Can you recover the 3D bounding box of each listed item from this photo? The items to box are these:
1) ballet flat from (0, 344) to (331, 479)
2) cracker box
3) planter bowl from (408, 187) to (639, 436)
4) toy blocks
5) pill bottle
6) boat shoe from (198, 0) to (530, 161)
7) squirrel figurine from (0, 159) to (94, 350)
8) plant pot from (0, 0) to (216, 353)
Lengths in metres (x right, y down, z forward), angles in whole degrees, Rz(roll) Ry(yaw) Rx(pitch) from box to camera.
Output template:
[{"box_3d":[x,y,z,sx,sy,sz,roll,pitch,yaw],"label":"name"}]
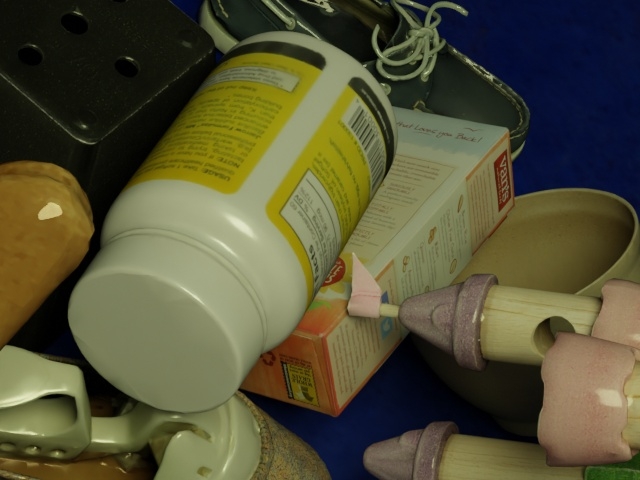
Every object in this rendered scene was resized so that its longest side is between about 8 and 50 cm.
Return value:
[{"box_3d":[-0.126,0.108,1.028,0.316,0.106,0.107,9,53,-21],"label":"ballet flat"},{"box_3d":[0.000,0.000,1.151,0.156,0.067,0.232,13,41,30],"label":"cracker box"},{"box_3d":[0.137,0.054,1.176,0.162,0.162,0.109,-46,123,-42],"label":"planter bowl"},{"box_3d":[0.149,0.148,1.039,0.260,0.288,0.309,4,17,21],"label":"toy blocks"},{"box_3d":[-0.046,-0.012,1.015,0.119,0.119,0.208,33,46,-1],"label":"pill bottle"},{"box_3d":[0.041,-0.134,1.311,0.254,0.079,0.095,28,48,-4],"label":"boat shoe"},{"box_3d":[-0.372,-0.026,0.829,0.370,0.397,0.281,40,5,-29],"label":"squirrel figurine"},{"box_3d":[-0.167,-0.076,1.106,0.188,0.167,0.187,41,49,6],"label":"plant pot"}]
